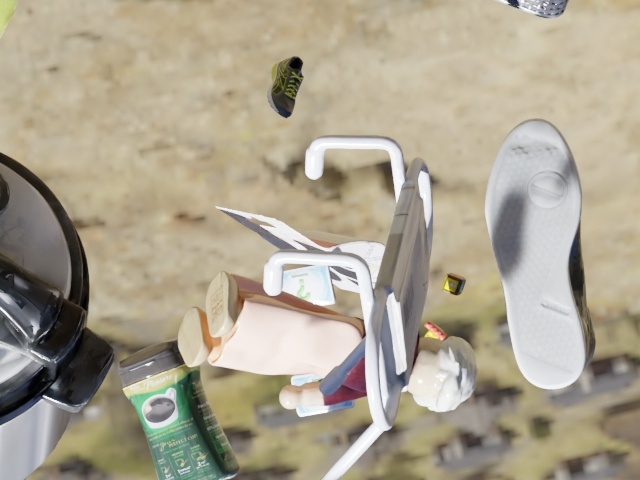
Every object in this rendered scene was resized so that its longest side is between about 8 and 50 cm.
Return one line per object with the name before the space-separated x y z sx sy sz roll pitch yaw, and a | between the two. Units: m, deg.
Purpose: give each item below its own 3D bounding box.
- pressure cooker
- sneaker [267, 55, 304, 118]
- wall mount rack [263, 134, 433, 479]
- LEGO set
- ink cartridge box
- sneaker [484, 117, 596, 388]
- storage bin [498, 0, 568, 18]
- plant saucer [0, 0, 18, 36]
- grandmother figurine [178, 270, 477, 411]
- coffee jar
pressure cooker | -0.451 0.084 2.178 0.369 0.376 0.420 -11 156 -17
sneaker | -0.037 -0.171 2.095 0.031 0.083 0.035 30 132 -34
wall mount rack | 0.029 0.082 1.768 0.130 0.350 0.304 0 123 12
LEGO set | 0.062 0.111 2.294 0.244 0.182 0.060 -10 180 20
ink cartridge box | 0.000 0.000 2.424 0.224 0.056 0.181 35 169 -28
sneaker | 0.240 0.023 2.083 0.104 0.296 0.147 -6 168 8
storage bin | 0.168 -0.301 1.811 0.180 0.122 0.084 22 135 4
plant saucer | -0.342 -0.231 1.554 0.241 0.241 0.037 -21 162 25
grandmother figurine | 0.029 0.117 2.116 0.342 0.104 0.208 15 145 -26
coffee jar | -0.174 0.214 2.320 0.096 0.184 0.079 -22 178 21
